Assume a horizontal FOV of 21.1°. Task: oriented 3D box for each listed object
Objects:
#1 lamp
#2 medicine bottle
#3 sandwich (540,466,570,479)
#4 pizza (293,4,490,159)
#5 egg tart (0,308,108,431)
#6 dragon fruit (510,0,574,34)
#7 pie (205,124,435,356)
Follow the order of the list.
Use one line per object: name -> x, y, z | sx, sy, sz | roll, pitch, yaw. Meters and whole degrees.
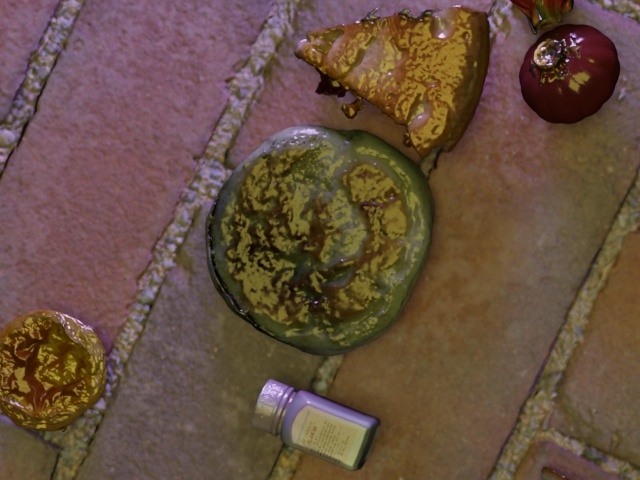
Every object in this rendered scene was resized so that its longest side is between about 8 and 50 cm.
lamp -> 0.240, -0.160, 1.654 | 0.101, 0.090, 0.101 | -18, 58, 32
medicine bottle -> -0.006, 0.182, 1.703 | 0.118, 0.074, 0.055 | 21, 94, 9
sandwich -> 0.294, 0.328, 1.646 | 0.258, 0.096, 0.094 | 39, 91, 5
pizza -> 0.067, -0.167, 1.696 | 0.194, 0.069, 0.154 | 15, 93, 16
egg tart -> -0.277, 0.135, 1.762 | 0.130, 0.052, 0.130 | 0, 89, 9
dragon fruit -> 0.213, -0.254, 1.658 | 0.081, 0.086, 0.116 | -11, 78, 15
pie -> 0.000, 0.000, 1.714 | 0.241, 0.054, 0.240 | 0, 89, 12
